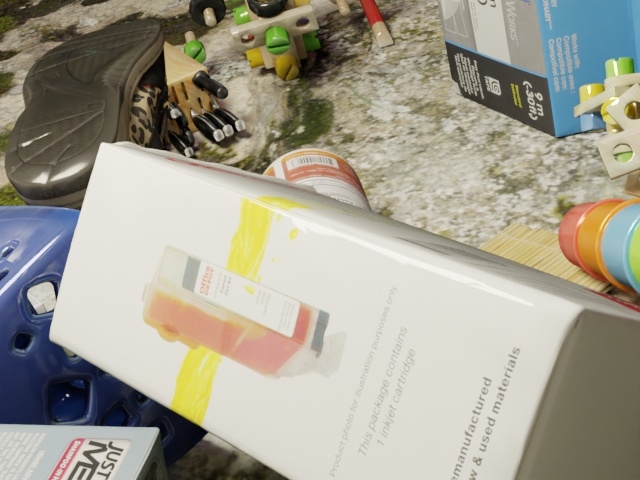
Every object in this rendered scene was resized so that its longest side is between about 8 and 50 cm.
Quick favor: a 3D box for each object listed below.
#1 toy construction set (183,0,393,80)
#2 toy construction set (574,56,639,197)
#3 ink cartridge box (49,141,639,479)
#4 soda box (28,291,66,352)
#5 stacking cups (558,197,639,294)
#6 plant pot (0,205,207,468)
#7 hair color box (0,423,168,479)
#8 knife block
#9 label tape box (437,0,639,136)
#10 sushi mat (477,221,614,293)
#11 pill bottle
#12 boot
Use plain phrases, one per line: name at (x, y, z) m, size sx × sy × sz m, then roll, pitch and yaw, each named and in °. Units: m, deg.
toy construction set at (-0.031, -0.331, 1.594) m, size 0.309 × 0.257 × 0.237 m, roll -1°, pitch 45°, yaw -18°
toy construction set at (0.348, -0.129, 0.989) m, size 0.215 × 0.151 × 0.327 m, roll -4°, pitch 9°, yaw 15°
ink cartridge box at (0.043, 0.069, 0.735) m, size 0.384 × 0.160 × 0.279 m, roll 22°, pitch 6°, yaw 38°
soda box at (-0.378, 0.135, 1.075) m, size 0.216 × 0.074 × 0.069 m, roll -32°, pitch 34°, yaw -25°
stacking cups at (0.272, 0.001, 0.831) m, size 0.096 × 0.096 × 0.316 m, roll -18°, pitch 8°, yaw -3°
plant pot at (-0.268, 0.123, 0.872) m, size 0.236 × 0.236 × 0.212 m, roll 4°, pitch 40°, yaw 46°
hair color box at (-0.286, 0.230, 0.714) m, size 0.374 × 0.185 × 0.113 m, roll 0°, pitch 26°, yaw 11°
knife block at (-0.197, -0.218, 1.557) m, size 0.242 × 0.088 × 0.276 m, roll -2°, pitch 33°, yaw 21°
label tape box at (0.271, -0.262, 1.249) m, size 0.106 × 0.241 × 0.333 m, roll -26°, pitch 32°, yaw -17°
sushi mat at (0.132, 0.079, 0.976) m, size 0.316 × 0.019 × 0.151 m, roll -31°, pitch 32°, yaw -25°
pill bottle at (0.000, 0.000, 1.066) m, size 0.121 × 0.121 × 0.216 m, roll -16°, pitch 29°, yaw 1°
boot at (-0.192, -0.046, 1.075) m, size 0.138 × 0.284 × 0.377 m, roll -15°, pitch 32°, yaw 4°
